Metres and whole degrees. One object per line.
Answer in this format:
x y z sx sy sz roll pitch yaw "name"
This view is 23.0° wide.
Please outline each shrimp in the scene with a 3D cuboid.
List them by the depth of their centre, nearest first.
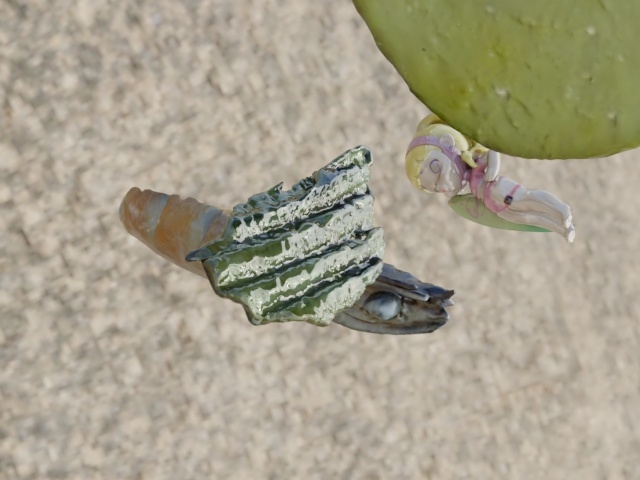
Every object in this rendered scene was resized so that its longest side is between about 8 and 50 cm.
-0.019 0.022 1.173 0.164 0.317 0.062 22 86 -52 "shrimp"

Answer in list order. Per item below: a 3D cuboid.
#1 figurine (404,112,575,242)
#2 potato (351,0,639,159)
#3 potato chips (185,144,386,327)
0.150 -0.055 1.395 0.083 0.187 0.083 -34 138 -37 "figurine"
0.161 -0.206 0.973 0.280 0.330 0.212 -39 145 -48 "potato"
0.000 0.000 0.963 0.092 0.028 0.207 48 34 7 "potato chips"
